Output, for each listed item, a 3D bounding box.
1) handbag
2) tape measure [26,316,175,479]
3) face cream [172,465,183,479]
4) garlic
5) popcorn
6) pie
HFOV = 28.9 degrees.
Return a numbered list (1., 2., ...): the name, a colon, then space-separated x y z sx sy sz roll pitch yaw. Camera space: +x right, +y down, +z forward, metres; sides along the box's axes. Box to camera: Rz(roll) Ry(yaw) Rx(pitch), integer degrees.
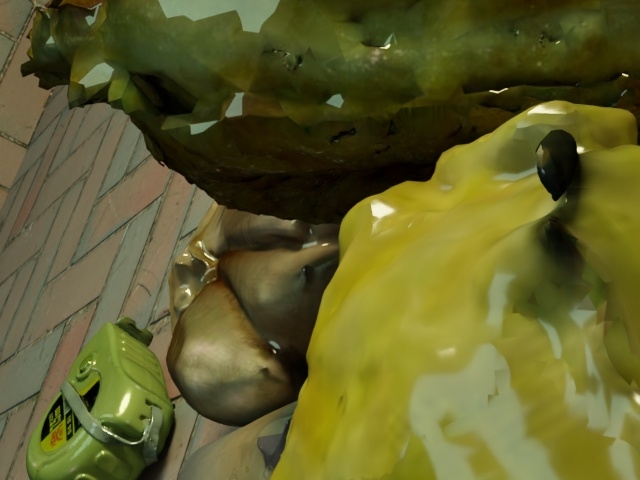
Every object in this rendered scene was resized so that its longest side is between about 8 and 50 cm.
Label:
1. handbag: -0.017 0.158 0.710 0.095 0.117 0.173 -23 -6 -35
2. tape measure: -0.198 0.171 1.135 0.154 0.087 0.177 -47 24 4
3. face cream: -0.073 0.223 0.832 0.084 0.057 0.198 -54 23 18
4. garlic: -0.001 0.000 0.843 0.279 0.132 0.325 -67 20 -11
5. popcorn: 0.106 0.089 0.377 0.252 0.215 0.286 -33 60 -5
6. pie: 0.058 -0.069 0.550 0.288 0.354 0.103 25 -119 -80
